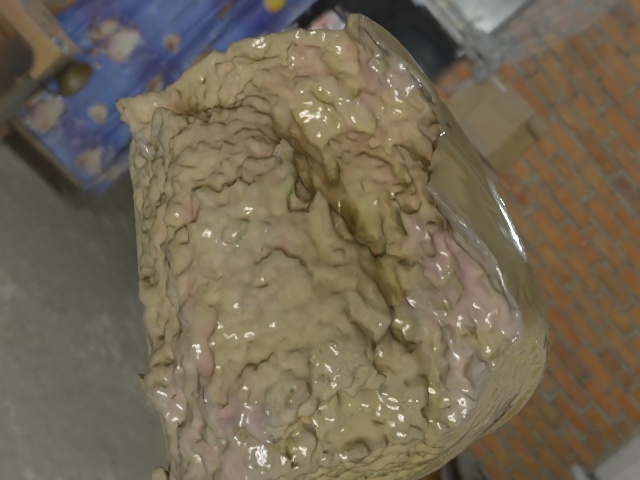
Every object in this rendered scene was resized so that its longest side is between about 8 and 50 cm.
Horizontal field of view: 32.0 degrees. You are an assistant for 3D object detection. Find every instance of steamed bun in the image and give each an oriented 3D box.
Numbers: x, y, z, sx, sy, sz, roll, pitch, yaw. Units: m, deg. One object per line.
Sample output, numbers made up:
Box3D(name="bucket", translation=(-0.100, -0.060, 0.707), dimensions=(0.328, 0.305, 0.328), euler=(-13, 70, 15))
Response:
Box3D(name="steamed bun", translation=(0.000, 0.000, 0.523), dimensions=(0.200, 0.170, 0.225), euler=(-6, 62, -33))
